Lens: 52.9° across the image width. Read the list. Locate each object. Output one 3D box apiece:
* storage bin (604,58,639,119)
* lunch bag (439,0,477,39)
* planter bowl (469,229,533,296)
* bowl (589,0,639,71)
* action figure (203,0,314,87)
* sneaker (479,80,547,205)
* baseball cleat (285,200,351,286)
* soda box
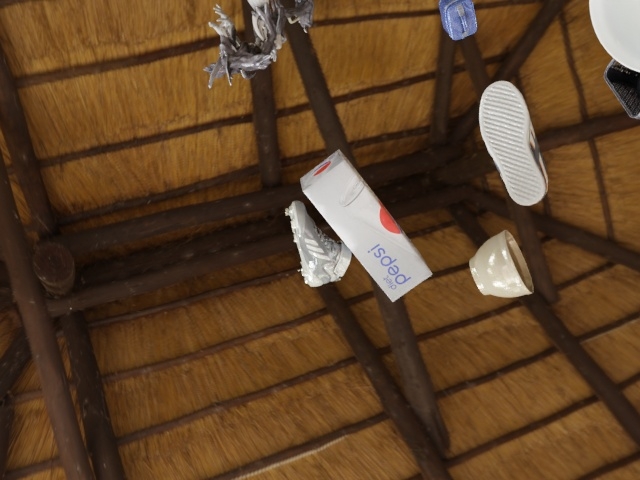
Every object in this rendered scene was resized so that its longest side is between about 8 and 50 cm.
[{"bbox_3d":[0.680,-0.335,1.323,0.084,0.122,0.180,11,-137,-16],"label":"storage bin"},{"bbox_3d":[0.318,-0.511,1.482,0.067,0.065,0.098,-22,-49,6],"label":"lunch bag"},{"bbox_3d":[0.426,0.068,1.545,0.162,0.109,0.162,45,-148,-39],"label":"planter bowl"},{"bbox_3d":[0.662,-0.461,1.173,0.134,0.298,0.297,-18,-89,-33],"label":"bowl"},{"bbox_3d":[-0.127,-0.383,1.173,0.275,0.164,0.141,-52,-55,-42],"label":"action figure"},{"bbox_3d":[0.491,-0.241,1.642,0.127,0.126,0.321,-3,-101,-66],"label":"sneaker"},{"bbox_3d":[0.000,0.000,1.225,0.109,0.072,0.206,-12,-46,-1],"label":"baseball cleat"},{"bbox_3d":[0.087,-0.027,1.209,0.098,0.091,0.286,-36,-71,9],"label":"soda box"}]
